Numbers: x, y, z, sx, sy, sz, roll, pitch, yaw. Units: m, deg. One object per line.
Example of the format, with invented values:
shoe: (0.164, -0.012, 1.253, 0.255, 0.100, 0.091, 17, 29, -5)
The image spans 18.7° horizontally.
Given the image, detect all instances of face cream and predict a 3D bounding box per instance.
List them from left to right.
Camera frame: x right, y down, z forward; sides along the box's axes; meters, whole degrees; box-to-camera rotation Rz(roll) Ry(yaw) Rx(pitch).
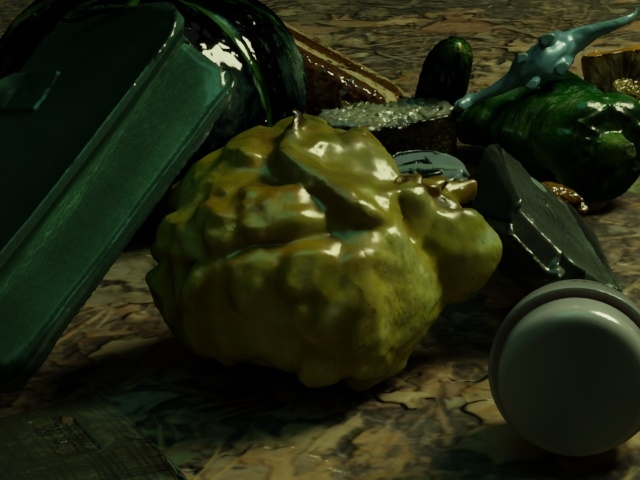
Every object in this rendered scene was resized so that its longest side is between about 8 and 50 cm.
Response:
face cream: (0.172, 0.084, 1.308, 0.117, 0.117, 0.104, -1, 12, 9)

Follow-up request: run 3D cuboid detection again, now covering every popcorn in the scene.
popcorn: (0.000, 0.000, 1.454, 0.266, 0.192, 0.233, -10, 22, -8)

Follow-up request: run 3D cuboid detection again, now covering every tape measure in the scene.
tape measure: (0.087, -0.046, 1.755, 0.094, 0.054, 0.091, -19, 31, -29)

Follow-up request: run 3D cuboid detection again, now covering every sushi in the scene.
sushi: (0.061, -0.089, 1.837, 0.150, 0.078, 0.090, -9, 20, -30)
sushi: (0.182, -0.022, 1.689, 0.099, 0.047, 0.050, -22, 10, -1)

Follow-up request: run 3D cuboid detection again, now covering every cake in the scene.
cake: (-0.037, -0.208, 2.097, 0.246, 0.135, 0.112, 2, 20, 15)

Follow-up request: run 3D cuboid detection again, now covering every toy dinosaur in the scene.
toy dinosaur: (0.211, -0.170, 1.815, 0.197, 0.045, 0.080, -29, 5, 4)

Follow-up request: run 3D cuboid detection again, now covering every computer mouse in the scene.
computer mouse: (0.165, 0.001, 1.555, 0.071, 0.126, 0.231, -46, 21, 13)

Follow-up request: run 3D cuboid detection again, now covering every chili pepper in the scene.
chili pepper: (0.231, -0.102, 1.814, 0.136, 0.099, 0.270, 0, 15, -15)

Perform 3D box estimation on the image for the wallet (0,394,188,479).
wallet: (-0.257, 0.172, 1.257, 0.317, 0.044, 0.169, -12, 21, -23)

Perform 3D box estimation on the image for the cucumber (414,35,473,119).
cucumber: (0.123, -0.154, 1.912, 0.052, 0.058, 0.215, 38, -10, 6)

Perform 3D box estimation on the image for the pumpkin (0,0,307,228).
pumpkin: (-0.163, -0.144, 1.809, 0.315, 0.239, 0.315, -1, 20, 0)

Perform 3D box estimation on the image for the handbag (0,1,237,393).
handbag: (-0.228, -0.042, 1.512, 0.238, 0.089, 0.326, 2, 52, 49)

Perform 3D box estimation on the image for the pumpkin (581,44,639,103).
pumpkin: (0.304, -0.154, 1.962, 0.074, 0.083, 0.054, -12, 15, -7)
